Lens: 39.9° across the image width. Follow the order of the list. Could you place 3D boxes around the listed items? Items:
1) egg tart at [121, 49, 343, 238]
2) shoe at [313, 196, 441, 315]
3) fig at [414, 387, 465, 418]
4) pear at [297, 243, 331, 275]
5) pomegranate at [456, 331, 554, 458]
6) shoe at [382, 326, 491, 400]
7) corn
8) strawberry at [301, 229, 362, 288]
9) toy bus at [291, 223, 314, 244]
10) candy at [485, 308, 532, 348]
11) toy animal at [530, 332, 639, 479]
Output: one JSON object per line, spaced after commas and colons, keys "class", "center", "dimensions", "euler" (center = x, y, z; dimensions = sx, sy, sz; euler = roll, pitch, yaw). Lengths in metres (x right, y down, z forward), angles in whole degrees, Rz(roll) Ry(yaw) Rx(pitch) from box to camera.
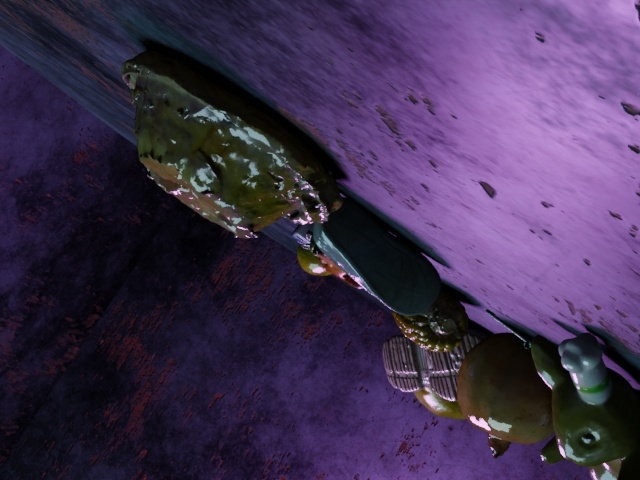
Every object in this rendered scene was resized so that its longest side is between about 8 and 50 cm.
{"class": "egg tart", "center": [-0.134, -0.108, 1.183], "dimensions": [0.352, 0.150, 0.352], "euler": [31, 172, 5]}
{"class": "shoe", "center": [0.080, 0.022, 1.378], "dimensions": [0.251, 0.103, 0.100], "euler": [41, 172, -24]}
{"class": "fig", "center": [0.335, 0.348, 2.362], "dimensions": [0.233, 0.233, 0.314], "euler": [34, 173, -17]}
{"class": "pear", "center": [-0.003, 0.035, 2.126], "dimensions": [0.131, 0.107, 0.107], "euler": [17, 165, 49]}
{"class": "pomegranate", "center": [0.348, 0.271, 1.604], "dimensions": [0.207, 0.207, 0.207], "euler": [33, 176, 3]}
{"class": "shoe", "center": [0.321, 0.263, 2.064], "dimensions": [0.198, 0.172, 0.351], "euler": [-10, -174, -39]}
{"class": "corn", "center": [0.207, 0.144, 1.720], "dimensions": [0.119, 0.119, 0.322], "euler": [34, 180, -10]}
{"class": "strawberry", "center": [0.054, 0.031, 1.763], "dimensions": [0.192, 0.085, 0.140], "euler": [21, 160, 48]}
{"class": "toy bus", "center": [0.000, 0.000, 2.003], "dimensions": [0.123, 0.060, 0.075], "euler": [36, 172, -3]}
{"class": "candy", "center": [0.348, 0.171, 1.473], "dimensions": [0.184, 0.049, 0.055], "euler": [38, -137, 28]}
{"class": "toy animal", "center": [0.392, 0.267, 1.234], "dimensions": [0.363, 0.180, 0.181], "euler": [34, 169, -27]}
